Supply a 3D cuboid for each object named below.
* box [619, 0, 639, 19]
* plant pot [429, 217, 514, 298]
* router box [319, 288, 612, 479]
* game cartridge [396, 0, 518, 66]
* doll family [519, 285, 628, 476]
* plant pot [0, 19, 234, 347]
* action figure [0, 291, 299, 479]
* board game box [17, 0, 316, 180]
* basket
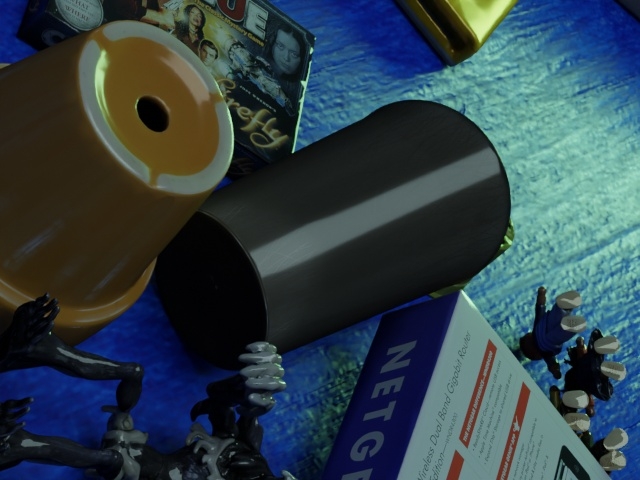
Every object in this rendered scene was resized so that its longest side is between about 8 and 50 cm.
[{"bbox_3d":[0.435,-0.300,2.033,0.311,0.148,0.121,34,46,-24],"label":"box"},{"bbox_3d":[0.124,0.000,1.577,0.083,0.079,0.083,24,52,-34],"label":"plant pot"},{"bbox_3d":[0.118,0.258,1.369,0.301,0.082,0.335,51,40,-25],"label":"router box"},{"bbox_3d":[0.118,-0.360,1.818,0.285,0.052,0.324,50,42,-10],"label":"game cartridge"},{"bbox_3d":[0.216,0.132,1.572,0.076,0.111,0.193,6,70,-5],"label":"doll family"},{"bbox_3d":[-0.166,-0.050,1.227,0.205,0.188,0.205,24,51,-34],"label":"plant pot"},{"bbox_3d":[-0.094,0.147,1.215,0.275,0.141,0.164,28,63,-31],"label":"action figure"},{"bbox_3d":[-0.116,-0.166,1.463,0.243,0.042,0.165,33,46,-27],"label":"board game box"},{"bbox_3d":[0.000,0.000,1.378,0.227,0.204,0.154,-24,91,-39],"label":"basket"}]
